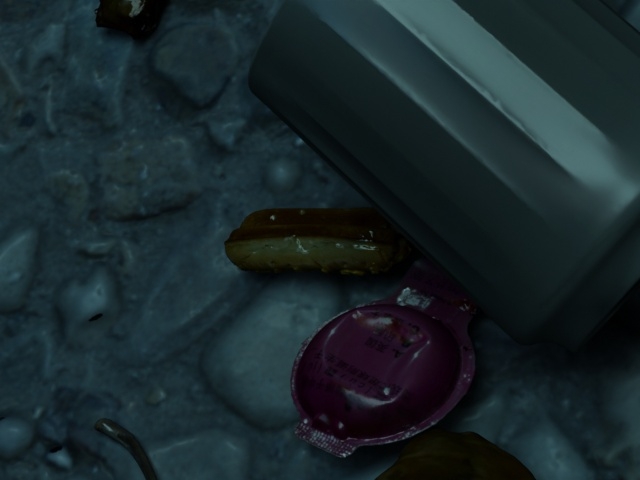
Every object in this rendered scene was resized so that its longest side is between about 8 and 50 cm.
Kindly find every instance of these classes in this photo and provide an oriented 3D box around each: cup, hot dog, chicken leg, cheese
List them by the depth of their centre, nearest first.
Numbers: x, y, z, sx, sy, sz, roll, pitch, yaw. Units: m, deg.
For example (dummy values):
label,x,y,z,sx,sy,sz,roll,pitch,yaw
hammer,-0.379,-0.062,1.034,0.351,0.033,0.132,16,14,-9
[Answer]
label,x,y,z,sx,sy,sz,roll,pitch,yaw
cup,0.166,-0.124,1.314,0.327,0.237,0.323,42,95,11
cheese,0.068,0.081,1.398,0.155,0.062,0.244,20,56,32
hot dog,0.000,0.000,1.468,0.165,0.045,0.071,1,24,26
chicken leg,-0.238,-0.316,1.743,0.113,0.093,0.304,-39,61,17

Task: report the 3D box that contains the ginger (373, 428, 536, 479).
label,x,y,z,sx,sy,sz,roll,pitch,yaw
ginger,0.036,0.277,1.230,0.321,0.165,0.172,-39,47,-5

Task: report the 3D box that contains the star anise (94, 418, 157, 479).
label,x,y,z,sx,sy,sz,roll,pitch,yaw
star anise,-0.152,0.279,1.392,0.148,0.218,0.227,-42,5,29
